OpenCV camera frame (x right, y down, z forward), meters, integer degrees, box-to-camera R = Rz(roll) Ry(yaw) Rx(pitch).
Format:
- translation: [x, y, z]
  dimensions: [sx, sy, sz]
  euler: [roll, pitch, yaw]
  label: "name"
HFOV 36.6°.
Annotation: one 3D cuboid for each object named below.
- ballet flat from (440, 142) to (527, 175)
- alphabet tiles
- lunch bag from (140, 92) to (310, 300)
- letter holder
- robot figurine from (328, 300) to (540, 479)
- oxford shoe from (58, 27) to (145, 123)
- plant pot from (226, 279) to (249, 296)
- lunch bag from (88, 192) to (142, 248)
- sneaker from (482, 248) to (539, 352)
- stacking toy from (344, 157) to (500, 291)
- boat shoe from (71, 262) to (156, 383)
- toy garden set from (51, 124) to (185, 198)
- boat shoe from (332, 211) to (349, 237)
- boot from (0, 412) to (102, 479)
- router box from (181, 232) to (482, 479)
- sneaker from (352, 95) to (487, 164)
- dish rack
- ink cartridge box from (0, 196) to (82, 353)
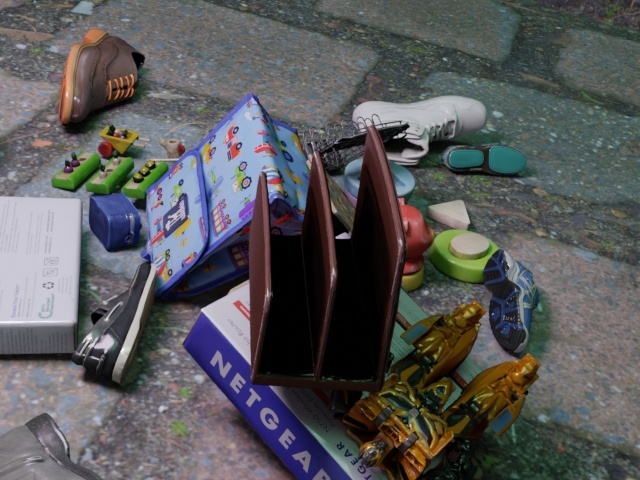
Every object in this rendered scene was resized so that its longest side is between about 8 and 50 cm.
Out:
- translation: [0.338, -0.173, 2.023]
  dimensions: [0.188, 0.070, 0.070]
  euler: [5, 33, -18]
  label: "ballet flat"
- translation: [0.044, -0.041, 1.490]
  dimensions: [0.198, 0.009, 0.237]
  euler: [47, 9, -35]
  label: "alphabet tiles"
- translation: [-0.161, -0.046, 1.508]
  dimensions: [0.138, 0.293, 0.221]
  euler: [36, 30, -46]
  label: "lunch bag"
- translation: [0.000, 0.000, 1.161]
  dimensions: [0.152, 0.214, 0.302]
  euler: [5, 32, -8]
  label: "letter holder"
- translation: [0.144, 0.191, 1.197]
  dimensions: [0.211, 0.085, 0.291]
  euler: [45, 42, 15]
  label: "robot figurine"
- translation: [-0.437, -0.330, 1.950]
  dimensions: [0.133, 0.130, 0.363]
  euler: [15, 32, -7]
  label: "oxford shoe"
- translation: [-0.089, 0.113, 1.408]
  dimensions: [0.109, 0.096, 0.109]
  euler: [31, 37, 28]
  label: "plant pot"
- translation: [-0.330, -0.032, 1.578]
  dimensions: [0.065, 0.067, 0.098]
  euler: [-13, 41, -33]
  label: "lunch bag"
- translation: [0.323, 0.100, 1.578]
  dimensions: [0.081, 0.080, 0.211]
  euler: [25, 39, -17]
  label: "sneaker"
- translation: [0.183, -0.050, 1.716]
  dimensions: [0.280, 0.130, 0.309]
  euler: [1, 35, -16]
  label: "stacking toy"
- translation: [-0.283, 0.102, 1.373]
  dimensions: [0.079, 0.084, 0.233]
  euler: [14, 35, -1]
  label: "boat shoe"
- translation: [-0.325, -0.148, 1.730]
  dimensions: [0.244, 0.049, 0.204]
  euler: [8, 32, 13]
  label: "toy garden set"
- translation: [-0.079, -0.060, 1.681]
  dimensions: [0.158, 0.127, 0.340]
  euler: [39, -9, -38]
  label: "boat shoe"
- translation: [-0.330, 0.303, 1.072]
  dimensions: [0.161, 0.083, 0.246]
  euler: [-23, 40, -32]
  label: "boot"
- translation: [0.038, 0.174, 1.278]
  dimensions: [0.335, 0.082, 0.301]
  euler: [47, 43, 16]
  label: "router box"
- translation: [0.225, -0.219, 2.024]
  dimensions: [0.293, 0.108, 0.169]
  euler: [-5, 37, -8]
  label: "sneaker"
- translation: [0.023, -0.174, 1.773]
  dimensions: [0.208, 0.271, 0.074]
  euler: [-18, 86, -37]
  label: "dish rack"
- translation: [-0.517, 0.042, 1.404]
  dimensions: [0.330, 0.071, 0.324]
  euler: [0, 34, -12]
  label: "ink cartridge box"
